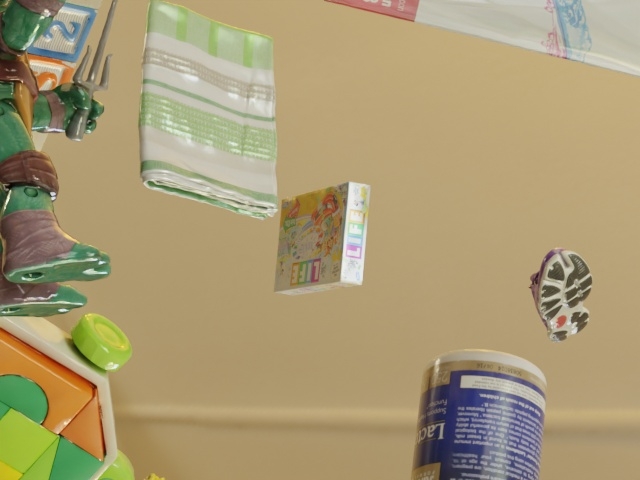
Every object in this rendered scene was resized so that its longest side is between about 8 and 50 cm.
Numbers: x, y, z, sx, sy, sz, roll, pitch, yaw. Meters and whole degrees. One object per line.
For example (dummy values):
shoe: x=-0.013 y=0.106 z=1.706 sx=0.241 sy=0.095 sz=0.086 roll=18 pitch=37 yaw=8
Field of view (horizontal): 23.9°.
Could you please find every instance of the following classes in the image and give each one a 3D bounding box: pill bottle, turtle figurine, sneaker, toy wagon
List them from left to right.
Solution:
toy wagon: x=-0.279 y=0.163 z=1.302 sx=0.344 sy=0.068 sz=0.267 roll=37 pitch=-73 yaw=-23
turtle figurine: x=-0.163 y=-0.083 z=0.824 sx=0.175 sy=0.118 sz=0.234 roll=100 pitch=-18 yaw=-75
pill bottle: x=0.184 y=0.275 z=1.788 sx=0.153 sy=0.153 sz=0.265 roll=-27 pitch=-133 yaw=48
sneaker: x=0.255 y=0.054 z=1.680 sx=0.071 sy=0.068 sz=0.170 roll=55 pitch=-11 yaw=28

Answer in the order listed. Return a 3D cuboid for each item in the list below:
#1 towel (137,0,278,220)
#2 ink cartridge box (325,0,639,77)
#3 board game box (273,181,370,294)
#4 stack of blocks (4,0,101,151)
towel: x=-0.078 y=-0.097 z=1.099 sx=0.023 sy=0.113 sz=0.152 roll=-31 pitch=-128 yaw=47
ink cartridge box: x=0.105 y=-0.157 z=0.591 sx=0.176 sy=0.128 sz=0.127 roll=14 pitch=-36 yaw=2
board game box: x=0.000 y=0.000 z=1.575 sx=0.154 sy=0.026 sz=0.103 roll=-13 pitch=-109 yaw=62
stack of blocks: x=-0.244 y=-0.171 z=1.010 sx=0.087 sy=0.171 sz=0.297 roll=53 pitch=-54 yaw=42
